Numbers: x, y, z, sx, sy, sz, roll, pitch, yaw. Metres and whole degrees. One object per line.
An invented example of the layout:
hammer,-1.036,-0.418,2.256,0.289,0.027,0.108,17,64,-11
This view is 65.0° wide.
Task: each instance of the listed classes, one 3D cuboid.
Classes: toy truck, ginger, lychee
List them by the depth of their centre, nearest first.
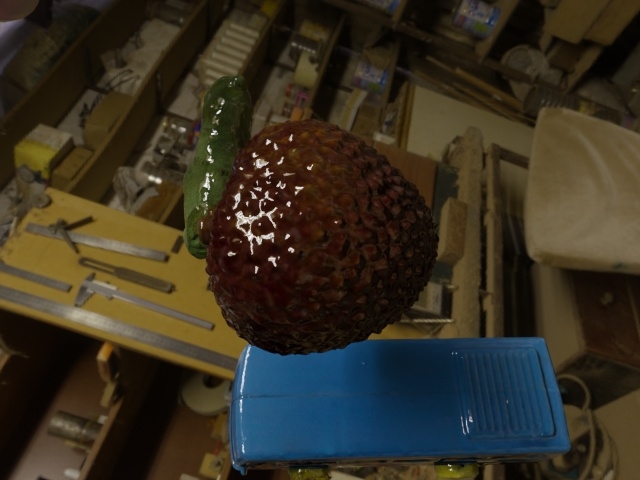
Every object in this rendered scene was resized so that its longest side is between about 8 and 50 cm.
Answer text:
lychee,-0.006,0.003,0.399,0.194,0.194,0.195,-161,90,-87
toy truck,0.079,0.196,0.603,0.162,0.384,0.161,91,179,-61
ginger,-0.149,-0.115,0.723,0.137,0.089,0.290,140,136,-74

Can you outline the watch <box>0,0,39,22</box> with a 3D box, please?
watch,-0.342,-0.329,0.492,0.248,0.217,0.211,-44,-41,-59
